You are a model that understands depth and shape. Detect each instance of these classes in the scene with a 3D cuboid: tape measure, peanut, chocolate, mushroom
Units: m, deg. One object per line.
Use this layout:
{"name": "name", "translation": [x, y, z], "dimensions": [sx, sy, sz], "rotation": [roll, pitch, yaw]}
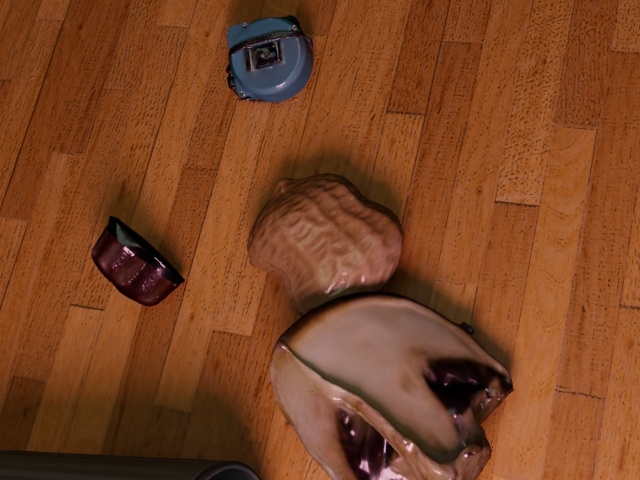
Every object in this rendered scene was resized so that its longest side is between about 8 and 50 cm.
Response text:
{"name": "tape measure", "translation": [-0.079, -0.281, 1.514], "dimensions": [0.146, 0.081, 0.125], "rotation": [-11, 79, 14]}
{"name": "peanut", "translation": [0.000, 0.000, 1.371], "dimensions": [0.197, 0.110, 0.233], "rotation": [-46, 66, -2]}
{"name": "chocolate", "translation": [-0.287, 0.033, 1.445], "dimensions": [0.080, 0.149, 0.125], "rotation": [-49, 26, -3]}
{"name": "mushroom", "translation": [0.105, 0.211, 1.260], "dimensions": [0.292, 0.212, 0.217], "rotation": [28, 41, 28]}

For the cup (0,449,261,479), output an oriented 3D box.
{"name": "cup", "translation": [-0.282, 0.455, 1.196], "dimensions": [0.392, 0.310, 0.400], "rotation": [2, 70, 24]}
